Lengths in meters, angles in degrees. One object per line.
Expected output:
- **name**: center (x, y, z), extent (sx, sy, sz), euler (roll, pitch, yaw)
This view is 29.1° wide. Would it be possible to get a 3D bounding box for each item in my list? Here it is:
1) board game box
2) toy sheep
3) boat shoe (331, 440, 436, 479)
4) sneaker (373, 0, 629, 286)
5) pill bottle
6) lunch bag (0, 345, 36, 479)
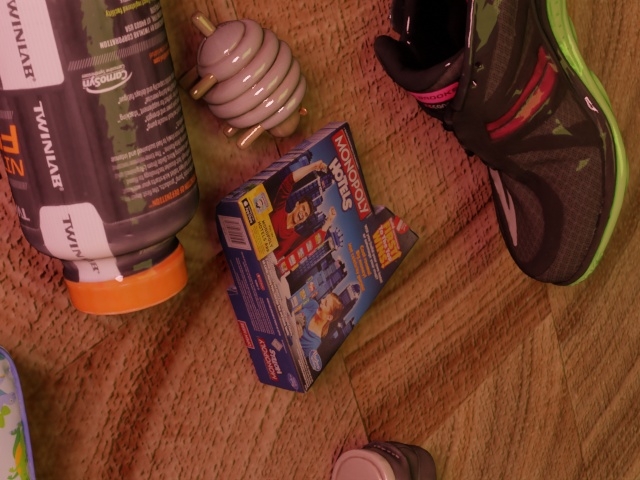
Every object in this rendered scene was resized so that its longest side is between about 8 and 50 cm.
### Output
- **board game box**: center (0.000, 0.000, 1.099), extent (0.194, 0.060, 0.194), euler (-39, 123, -38)
- **toy sheep**: center (-0.061, -0.132, 0.993), extent (0.132, 0.091, 0.091), euler (47, 62, -35)
- **boat shoe**: center (0.068, 0.361, 1.198), extent (0.096, 0.112, 0.335), euler (0, 93, -43)
- **sneaker**: center (0.154, -0.160, 1.188), extent (0.202, 0.185, 0.482), euler (-30, 116, -20)
- **pill bottle**: center (-0.158, -0.074, 0.860), extent (0.130, 0.130, 0.245), euler (-28, 116, -41)
- **lunch bag**: center (-0.293, 0.162, 0.784), extent (0.219, 0.090, 0.176), euler (-21, 111, -44)
